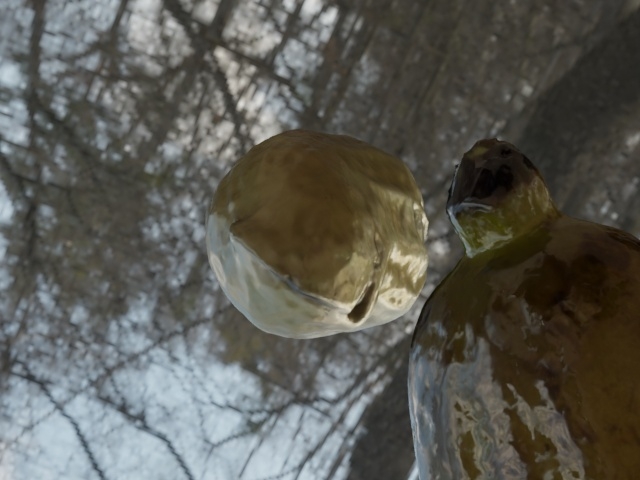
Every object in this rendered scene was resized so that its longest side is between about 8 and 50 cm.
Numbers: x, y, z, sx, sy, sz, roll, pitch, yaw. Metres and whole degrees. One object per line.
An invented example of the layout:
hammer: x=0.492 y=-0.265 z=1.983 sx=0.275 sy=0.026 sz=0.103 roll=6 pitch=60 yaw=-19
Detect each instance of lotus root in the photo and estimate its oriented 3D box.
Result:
lotus root: x=0.131 y=0.098 z=0.668 sx=0.141 sy=0.169 sz=0.314 roll=-2 pitch=-100 yaw=-56

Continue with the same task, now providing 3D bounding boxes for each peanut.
peanut: x=-0.003 y=-0.005 z=1.079 sx=0.340 sy=0.158 sz=0.174 roll=4 pitch=-107 yaw=-69
